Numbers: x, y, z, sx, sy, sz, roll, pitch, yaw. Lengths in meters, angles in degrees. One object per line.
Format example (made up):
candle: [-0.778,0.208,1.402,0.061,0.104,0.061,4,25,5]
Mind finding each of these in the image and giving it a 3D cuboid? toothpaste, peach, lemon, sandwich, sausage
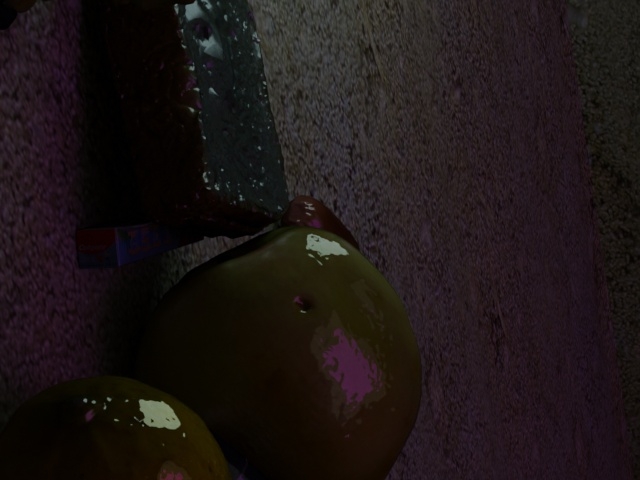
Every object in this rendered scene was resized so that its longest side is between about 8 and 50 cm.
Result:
toothpaste: [-0.183,-0.006,1.834,0.193,0.070,0.044,-21,107,-65]
peach: [-0.038,0.143,1.862,0.315,0.314,0.281,49,32,-14]
lemon: [-0.197,0.271,1.595,0.245,0.245,0.319,-59,148,-49]
sandwich: [-0.130,-0.154,1.843,0.271,0.099,0.301,9,66,-66]
sausage: [0.000,0.000,2.252,0.194,0.077,0.077,49,46,-59]

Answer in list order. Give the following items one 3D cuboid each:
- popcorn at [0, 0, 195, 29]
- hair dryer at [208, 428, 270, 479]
popcorn: [-0.192,-0.333,1.605,0.237,0.293,0.293,62,7,33]
hair dryer: [-0.143,0.296,1.775,0.124,0.219,0.071,45,29,-14]
